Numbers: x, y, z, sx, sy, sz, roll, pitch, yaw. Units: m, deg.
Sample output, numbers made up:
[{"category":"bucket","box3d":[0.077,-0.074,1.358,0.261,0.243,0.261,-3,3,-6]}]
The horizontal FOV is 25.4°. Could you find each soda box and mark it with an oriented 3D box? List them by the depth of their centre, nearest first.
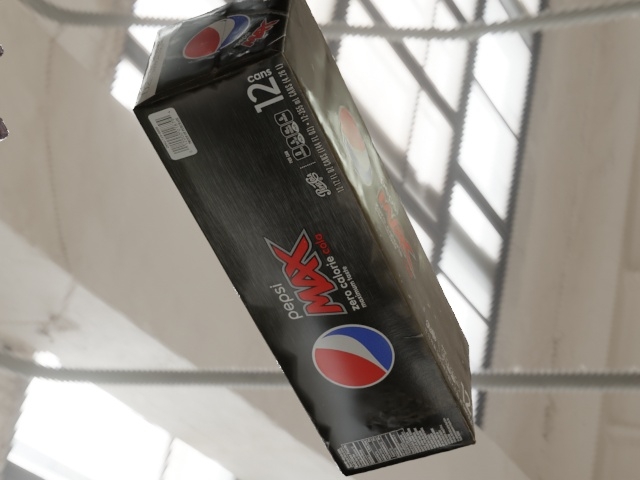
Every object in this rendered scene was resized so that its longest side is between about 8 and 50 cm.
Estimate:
[{"category":"soda box","box3d":[0.000,0.000,0.489,0.053,0.169,0.060,-18,-149,15]}]

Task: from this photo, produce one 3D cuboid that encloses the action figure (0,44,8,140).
[{"category":"action figure","box3d":[-0.315,-0.039,1.028,0.099,0.185,0.285,-2,-145,15]}]
